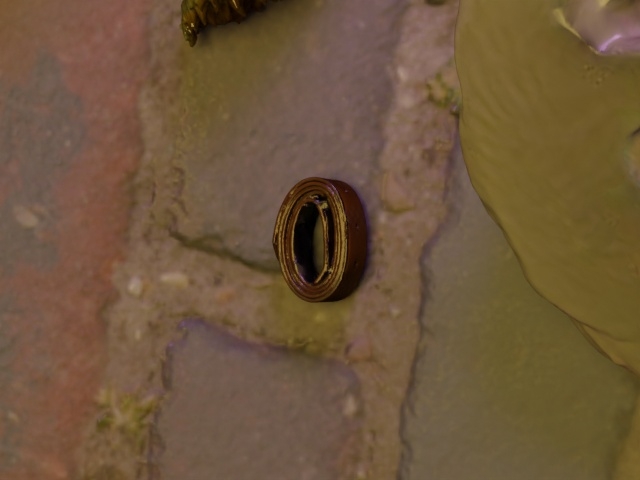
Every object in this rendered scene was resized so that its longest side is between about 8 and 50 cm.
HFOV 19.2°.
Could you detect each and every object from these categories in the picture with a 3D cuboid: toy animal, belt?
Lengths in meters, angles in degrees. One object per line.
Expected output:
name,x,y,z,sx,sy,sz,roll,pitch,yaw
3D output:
toy animal,0.212,-0.068,1.139,0.308,0.188,0.266,39,123,4
belt,0.000,0.000,1.267,0.059,0.036,0.083,-1,88,28

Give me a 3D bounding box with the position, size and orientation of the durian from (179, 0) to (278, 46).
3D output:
durian,-0.036,-0.250,1.256,0.139,0.144,0.252,12,99,43
